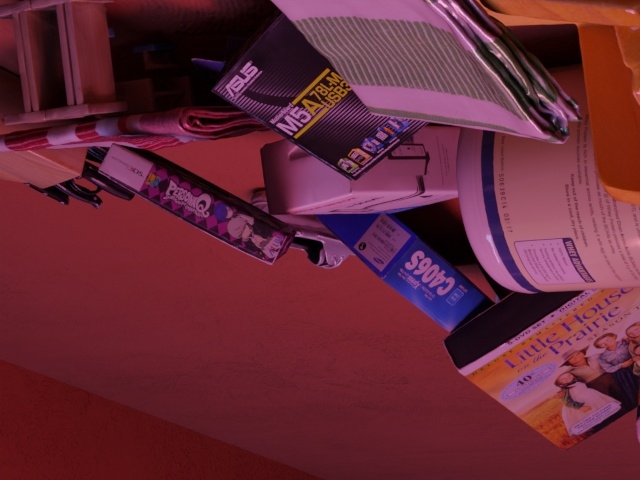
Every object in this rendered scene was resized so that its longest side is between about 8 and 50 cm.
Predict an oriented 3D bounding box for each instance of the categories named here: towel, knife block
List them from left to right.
[{"bbox_3d":[-0.344,-0.132,1.686,0.242,0.088,0.275,8,159,3],"label":"knife block"},{"bbox_3d":[-0.195,-0.125,1.546,0.329,0.037,0.237,-3,-177,39],"label":"towel"},{"bbox_3d":[0.019,-0.182,0.974,0.325,0.038,0.248,39,167,-36],"label":"towel"}]

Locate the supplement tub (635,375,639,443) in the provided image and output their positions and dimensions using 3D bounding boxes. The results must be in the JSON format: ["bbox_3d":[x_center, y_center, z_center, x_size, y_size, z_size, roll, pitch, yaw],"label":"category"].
[{"bbox_3d":[0.508,0.111,1.610,0.228,0.316,0.228,9,159,3],"label":"supplement tub"}]

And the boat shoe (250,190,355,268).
[{"bbox_3d":[0.000,0.000,1.883,0.228,0.081,0.079,18,158,-21],"label":"boat shoe"}]

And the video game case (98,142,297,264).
[{"bbox_3d":[-0.130,-0.042,1.492,0.210,0.041,0.232,28,-177,1],"label":"video game case"}]

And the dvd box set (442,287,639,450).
[{"bbox_3d":[0.395,0.152,1.921,0.308,0.062,0.420,-35,144,12],"label":"dvd box set"}]

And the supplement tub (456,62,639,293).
[{"bbox_3d":[0.326,-0.070,1.330,0.325,0.235,0.235,-4,155,34],"label":"supplement tub"}]

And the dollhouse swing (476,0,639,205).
[{"bbox_3d":[0.143,-0.178,1.097,0.305,0.315,0.347,-12,153,22],"label":"dollhouse swing"}]

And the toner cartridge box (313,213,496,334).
[{"bbox_3d":[0.139,0.044,1.831,0.165,0.075,0.348,46,-175,39],"label":"toner cartridge box"}]

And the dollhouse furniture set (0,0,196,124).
[{"bbox_3d":[-0.250,-0.200,1.465,0.129,0.129,0.184,-3,-174,32],"label":"dollhouse furniture set"}]

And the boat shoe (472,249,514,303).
[{"bbox_3d":[0.302,0.057,1.927,0.099,0.116,0.319,-35,146,-3],"label":"boat shoe"}]

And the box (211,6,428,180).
[{"bbox_3d":[0.012,-0.157,1.326,0.184,0.045,0.191,31,145,-17],"label":"box"}]

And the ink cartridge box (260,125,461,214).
[{"bbox_3d":[0.053,-0.081,1.547,0.203,0.085,0.148,-3,174,-42],"label":"ink cartridge box"}]

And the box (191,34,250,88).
[{"bbox_3d":[-0.017,-0.180,1.440,0.225,0.036,0.136,6,172,8],"label":"box"}]
